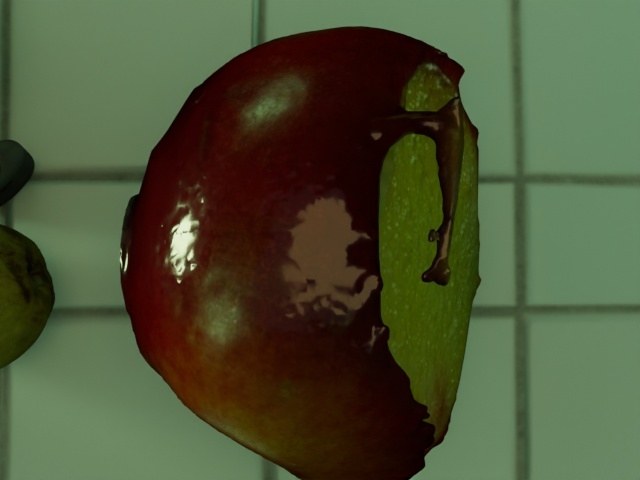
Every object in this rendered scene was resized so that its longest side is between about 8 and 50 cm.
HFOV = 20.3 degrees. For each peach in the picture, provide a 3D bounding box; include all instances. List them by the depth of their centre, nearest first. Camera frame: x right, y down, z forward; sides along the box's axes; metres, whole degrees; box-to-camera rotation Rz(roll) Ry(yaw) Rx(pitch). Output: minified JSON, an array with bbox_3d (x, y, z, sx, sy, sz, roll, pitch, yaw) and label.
[{"bbox_3d":[-0.017,0.013,1.574,0.310,0.335,0.406,4,91,14],"label":"peach"}]

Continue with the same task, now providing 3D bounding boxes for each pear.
[{"bbox_3d":[-0.329,0.051,1.643,0.162,0.149,0.149,-14,88,0],"label":"pear"}]

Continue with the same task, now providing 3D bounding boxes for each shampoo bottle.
[{"bbox_3d":[-0.303,-0.060,1.640,0.080,0.165,0.040,-41,90,-5],"label":"shampoo bottle"}]
